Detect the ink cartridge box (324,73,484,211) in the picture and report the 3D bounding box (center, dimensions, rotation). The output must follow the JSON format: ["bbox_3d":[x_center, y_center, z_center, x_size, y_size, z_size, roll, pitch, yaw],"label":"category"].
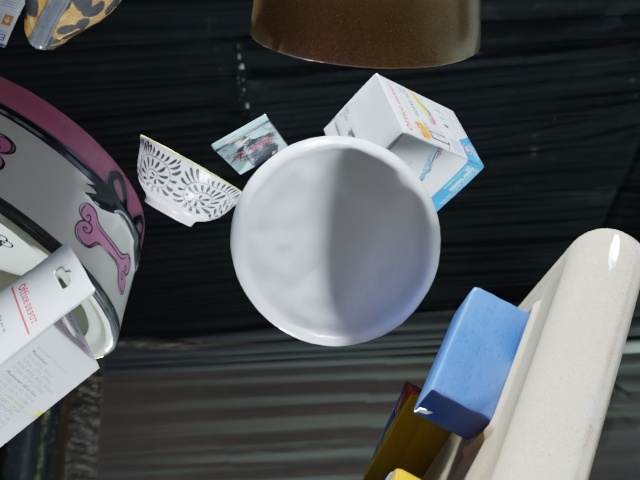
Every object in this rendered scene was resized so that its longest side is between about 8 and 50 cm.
[{"bbox_3d":[0.159,-0.179,1.500,0.168,0.233,0.171,-45,48,31],"label":"ink cartridge box"}]

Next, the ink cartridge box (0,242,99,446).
[{"bbox_3d":[-0.249,0.094,0.618,0.104,0.181,0.061,39,165,53],"label":"ink cartridge box"}]

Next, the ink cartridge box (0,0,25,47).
[{"bbox_3d":[-0.434,-0.361,0.934,0.224,0.045,0.223,-53,-21,17],"label":"ink cartridge box"}]

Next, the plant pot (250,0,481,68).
[{"bbox_3d":[0.054,-0.321,0.737,0.237,0.237,0.254,-95,8,-60],"label":"plant pot"}]

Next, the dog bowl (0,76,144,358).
[{"bbox_3d":[-0.383,-0.033,0.872,0.408,0.408,0.150,88,-158,-55],"label":"dog bowl"}]

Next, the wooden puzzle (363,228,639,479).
[{"bbox_3d":[0.077,0.175,0.565,0.322,0.081,0.348,-59,-2,-33],"label":"wooden puzzle"}]

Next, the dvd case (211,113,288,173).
[{"bbox_3d":[-0.099,-0.136,1.109,0.013,0.087,0.119,63,-176,17],"label":"dvd case"}]

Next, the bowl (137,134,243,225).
[{"bbox_3d":[-0.196,-0.072,1.080,0.080,0.170,0.170,-60,0,-2],"label":"bowl"}]

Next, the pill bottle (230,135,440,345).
[{"bbox_3d":[0.000,0.000,0.737,0.301,0.169,0.169,177,90,-85],"label":"pill bottle"}]

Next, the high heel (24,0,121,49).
[{"bbox_3d":[-0.162,-0.240,0.584,0.186,0.093,0.261,-54,21,10],"label":"high heel"}]
